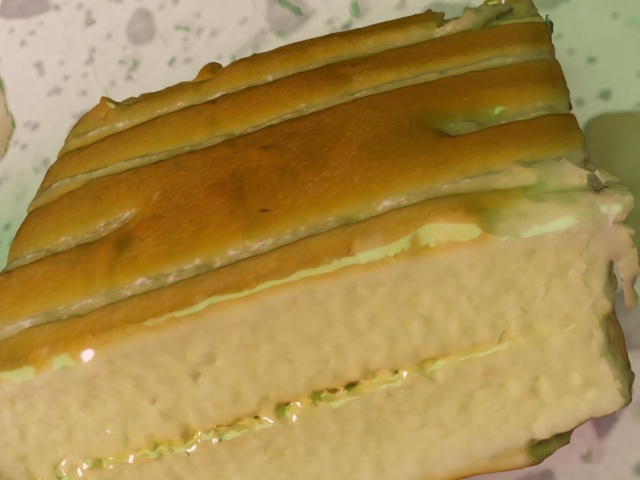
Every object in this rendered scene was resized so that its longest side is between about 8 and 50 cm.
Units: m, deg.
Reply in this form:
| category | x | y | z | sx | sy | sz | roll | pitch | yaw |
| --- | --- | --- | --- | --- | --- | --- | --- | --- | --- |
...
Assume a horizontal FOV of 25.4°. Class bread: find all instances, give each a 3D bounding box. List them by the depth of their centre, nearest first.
| category | x | y | z | sx | sy | sz | roll | pitch | yaw |
| --- | --- | --- | --- | --- | --- | --- | --- | --- | --- |
| bread | 0.000 | 0.000 | 0.575 | 0.246 | 0.111 | 0.239 | -16 | 28 | 12 |
